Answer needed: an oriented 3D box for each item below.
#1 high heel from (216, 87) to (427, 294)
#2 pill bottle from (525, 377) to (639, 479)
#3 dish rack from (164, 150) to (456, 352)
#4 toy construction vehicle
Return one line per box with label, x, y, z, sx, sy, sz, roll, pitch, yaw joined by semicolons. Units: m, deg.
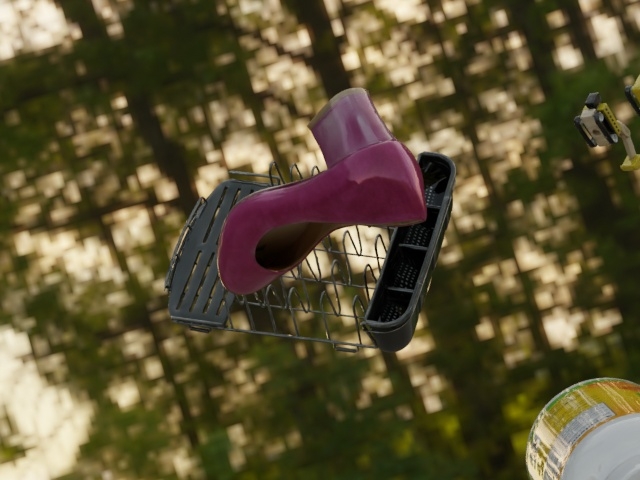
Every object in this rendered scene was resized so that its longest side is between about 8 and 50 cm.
high heel;0.000;0.000;1.476;0.082;0.117;0.244;-3;-33;-41
pill bottle;0.247;0.196;1.532;0.136;0.136;0.246;-17;7;-1
dish rack;-0.015;0.006;1.857;0.271;0.208;0.074;6;-38;19
toy construction vehicle;0.253;-0.093;1.534;0.086;0.098;0.035;-9;44;41
